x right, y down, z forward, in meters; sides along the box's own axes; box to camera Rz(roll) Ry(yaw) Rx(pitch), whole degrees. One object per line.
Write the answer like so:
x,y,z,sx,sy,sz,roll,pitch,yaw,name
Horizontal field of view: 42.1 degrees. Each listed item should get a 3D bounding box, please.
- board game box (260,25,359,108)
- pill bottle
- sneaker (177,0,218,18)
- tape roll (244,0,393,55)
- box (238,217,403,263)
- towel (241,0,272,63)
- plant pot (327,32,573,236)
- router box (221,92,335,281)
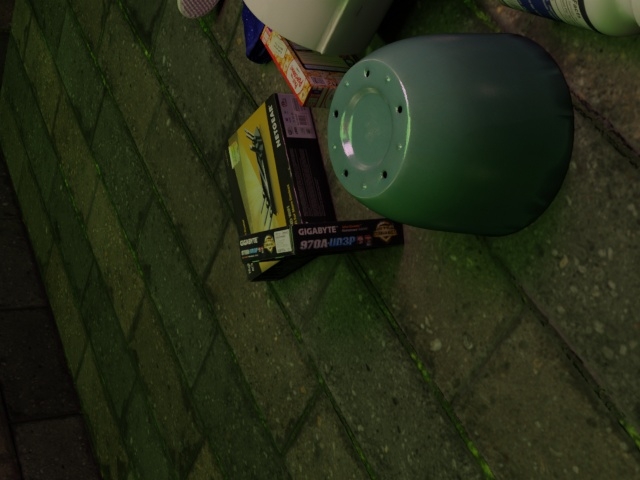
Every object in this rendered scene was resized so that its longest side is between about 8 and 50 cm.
-0.001,-0.305,1.446,0.045,0.147,0.193,-61,44,38,board game box
0.321,-0.320,0.955,0.265,0.153,0.153,38,122,48,pill bottle
-0.265,-0.650,1.880,0.161,0.102,0.282,47,119,49,sneaker
0.010,-0.440,1.334,0.169,0.246,0.246,-58,46,40,tape roll
0.000,0.000,1.394,0.175,0.220,0.051,-10,86,57,box
-0.126,-0.531,1.652,0.228,0.076,0.308,150,113,-66,towel
0.153,-0.149,1.143,0.293,0.235,0.293,3,93,56,plant pot
-0.087,-0.099,1.645,0.243,0.081,0.308,-35,63,52,router box
